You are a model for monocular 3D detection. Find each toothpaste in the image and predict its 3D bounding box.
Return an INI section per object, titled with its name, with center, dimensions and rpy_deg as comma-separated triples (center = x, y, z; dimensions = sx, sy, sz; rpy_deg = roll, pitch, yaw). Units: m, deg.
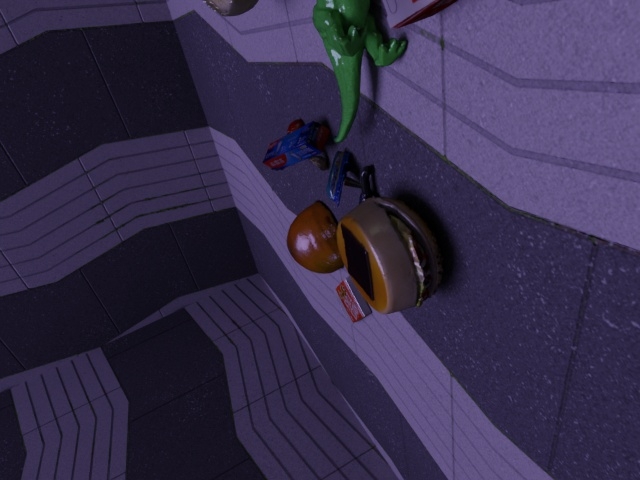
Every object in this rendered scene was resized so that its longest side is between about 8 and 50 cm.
[toothpaste]
center = -0.084, -0.291, 1.510
dimensions = 0.066, 0.077, 0.320
rpy_deg = 25, 166, -26

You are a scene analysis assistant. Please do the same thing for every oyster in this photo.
[oyster]
center = -0.008, -0.254, 1.519
dimensions = 0.080, 0.038, 0.083
rpy_deg = 32, -169, -14

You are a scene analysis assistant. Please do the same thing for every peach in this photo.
[peach]
center = -0.071, -0.355, 1.579
dimensions = 0.050, 0.077, 0.084
rpy_deg = -170, 100, -76

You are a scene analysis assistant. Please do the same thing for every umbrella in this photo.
[umbrella]
center = 0.132, -0.088, 1.305
dimensions = 0.071, 0.070, 0.249
rpy_deg = 39, 146, 57

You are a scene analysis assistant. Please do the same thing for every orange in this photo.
[orange]
center = -0.003, -0.003, 1.808
dimensions = 0.310, 0.274, 0.275
rpy_deg = -34, 80, 43

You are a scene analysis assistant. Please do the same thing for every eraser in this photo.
[eraser]
center = 0.119, 0.235, 1.851
dimensions = 0.157, 0.038, 0.230
rpy_deg = 62, 164, 12

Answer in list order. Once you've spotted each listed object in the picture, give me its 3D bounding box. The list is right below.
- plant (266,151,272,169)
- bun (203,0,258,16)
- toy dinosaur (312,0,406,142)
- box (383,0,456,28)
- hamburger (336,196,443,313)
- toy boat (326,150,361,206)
[plant]
center = -0.153, -0.321, 1.818
dimensions = 0.092, 0.094, 0.143
rpy_deg = 55, 160, -2
[bun]
center = -0.224, -0.765, 1.188
dimensions = 0.364, 0.202, 0.365
rpy_deg = 47, 155, 31
[toy dinosaur]
center = 0.008, -0.466, 1.003
dimensions = 0.375, 0.143, 0.500
rpy_deg = 67, 160, 13
[box]
center = 0.139, -0.427, 0.701
dimensions = 0.133, 0.099, 0.182
rpy_deg = 17, 131, 67
[hamburger]
center = 0.167, 0.035, 1.149
dimensions = 0.300, 0.176, 0.300
rpy_deg = 57, 164, 27
[toy boat]
center = 0.075, -0.162, 1.323
dimensions = 0.091, 0.110, 0.175
rpy_deg = 97, -173, -60
